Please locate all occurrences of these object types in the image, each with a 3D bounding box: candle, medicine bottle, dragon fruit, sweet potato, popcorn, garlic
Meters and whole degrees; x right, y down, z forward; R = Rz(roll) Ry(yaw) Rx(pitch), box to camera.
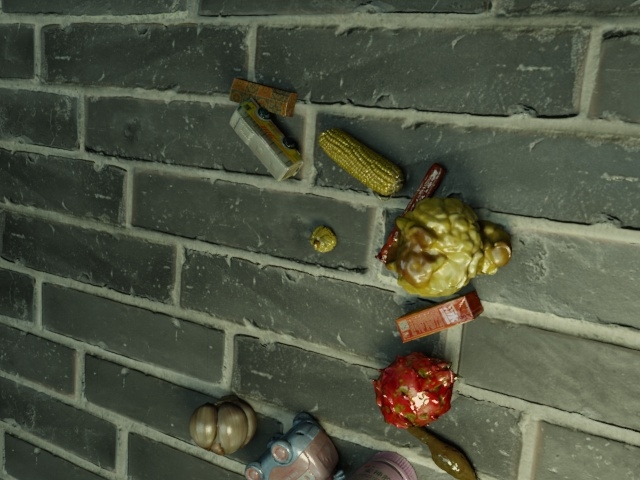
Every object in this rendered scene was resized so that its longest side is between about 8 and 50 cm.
[{"bbox_3d":[0.255,-0.070,1.837,0.051,0.048,0.329,22,113,-18],"label":"candle"},{"bbox_3d":[0.149,0.738,1.864,0.178,0.291,0.178,4,99,29],"label":"medicine bottle"},{"bbox_3d":[0.273,0.407,1.808,0.268,0.210,0.205,-38,50,32],"label":"dragon fruit"},{"bbox_3d":[0.345,0.605,1.863,0.269,0.075,0.075,37,113,24],"label":"sweet potato"},{"bbox_3d":[0.330,0.010,1.718,0.332,0.225,0.265,-8,105,9],"label":"popcorn"},{"bbox_3d":[0.000,0.000,1.970,0.084,0.084,0.084,4,99,29],"label":"popcorn"},{"bbox_3d":[-0.313,0.612,2.158,0.160,0.214,0.191,-16,78,21],"label":"garlic"}]

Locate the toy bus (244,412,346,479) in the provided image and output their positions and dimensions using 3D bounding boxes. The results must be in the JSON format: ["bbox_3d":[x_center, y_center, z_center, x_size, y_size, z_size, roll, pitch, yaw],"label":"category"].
[{"bbox_3d":[-0.075,0.713,2.055,0.232,0.197,0.294,46,115,4],"label":"toy bus"}]

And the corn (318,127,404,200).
[{"bbox_3d":[0.114,-0.225,1.867,0.293,0.106,0.106,39,114,24],"label":"corn"}]

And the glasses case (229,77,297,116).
[{"bbox_3d":[-0.180,-0.444,2.027,0.218,0.049,0.075,21,107,25],"label":"glasses case"}]

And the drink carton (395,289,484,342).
[{"bbox_3d":[0.327,0.209,1.804,0.223,0.096,0.071,-24,85,30],"label":"drink carton"}]

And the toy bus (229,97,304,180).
[{"bbox_3d":[-0.167,-0.305,1.987,0.268,0.106,0.092,50,139,8],"label":"toy bus"}]
